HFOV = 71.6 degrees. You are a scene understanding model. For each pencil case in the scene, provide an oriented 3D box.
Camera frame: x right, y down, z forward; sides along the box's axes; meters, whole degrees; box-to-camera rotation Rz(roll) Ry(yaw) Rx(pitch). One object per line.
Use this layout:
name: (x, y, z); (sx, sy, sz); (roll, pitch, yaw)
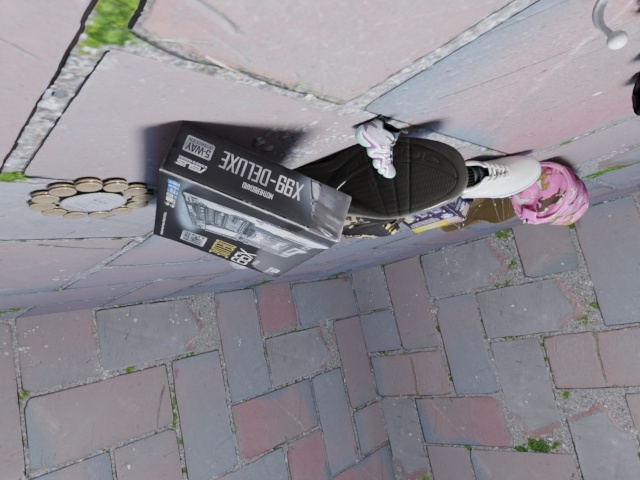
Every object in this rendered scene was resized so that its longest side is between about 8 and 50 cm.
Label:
pencil case: (0.675, -0.126, 1.292); (0.167, 0.160, 0.386); (-20, 169, 36)

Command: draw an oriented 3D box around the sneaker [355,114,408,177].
sneaker: (0.105, -0.144, 0.672); (0.069, 0.038, 0.098); (-25, 121, 30)

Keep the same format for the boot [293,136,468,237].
boot: (0.111, -0.081, 0.871); (0.377, 0.138, 0.284); (-13, 171, 26)

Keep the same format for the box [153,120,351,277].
box: (-0.127, -0.037, 0.696); (0.242, 0.077, 0.307); (23, 159, -16)

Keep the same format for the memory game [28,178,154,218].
memory game: (-0.369, -0.066, 0.726); (0.186, 0.012, 0.186); (-12, 172, -2)

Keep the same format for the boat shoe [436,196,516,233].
boat shoe: (0.494, -0.106, 1.406); (0.302, 0.109, 0.098); (-16, -152, 1)

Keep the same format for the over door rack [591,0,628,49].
over door rack: (0.457, -0.256, 0.375); (0.239, 0.108, 0.324); (-8, 170, -31)

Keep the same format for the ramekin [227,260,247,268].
ramekin: (-0.150, 0.001, 1.122); (0.207, 0.109, 0.207); (-12, 170, -2)

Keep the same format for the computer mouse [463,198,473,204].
computer mouse: (0.292, -0.112, 1.176); (0.188, 0.072, 0.272); (-12, -177, -16)

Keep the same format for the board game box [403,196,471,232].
board game box: (0.234, -0.085, 1.027); (0.141, 0.048, 0.170); (33, 158, -18)

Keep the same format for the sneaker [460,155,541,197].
sneaker: (0.377, -0.141, 1.004); (0.258, 0.094, 0.091); (-13, 172, 3)

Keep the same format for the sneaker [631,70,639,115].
sneaker: (0.576, -0.240, 0.693); (0.293, 0.102, 0.146); (3, 167, -43)
